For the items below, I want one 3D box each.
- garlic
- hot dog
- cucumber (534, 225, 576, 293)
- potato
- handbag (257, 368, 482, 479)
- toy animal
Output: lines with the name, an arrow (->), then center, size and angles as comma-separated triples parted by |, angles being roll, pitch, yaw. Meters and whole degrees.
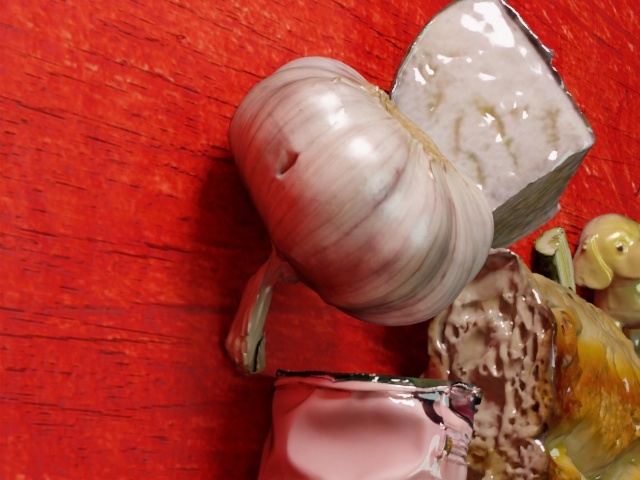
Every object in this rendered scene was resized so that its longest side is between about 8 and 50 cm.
garlic -> 0.000, 0.000, 1.257 | 0.253, 0.245, 0.245 | -51, 143, 7
hot dog -> 0.222, 0.215, 1.551 | 0.365, 0.196, 0.367 | 15, 80, -54
cucumber -> 0.270, 0.043, 1.776 | 0.067, 0.035, 0.107 | -67, 145, -52
potato -> 0.131, -0.089, 1.526 | 0.189, 0.211, 0.264 | 53, -9, 13
handbag -> 0.037, 0.169, 1.260 | 0.179, 0.205, 0.116 | 12, 76, -23
toy animal -> 0.389, 0.068, 1.894 | 0.233, 0.121, 0.169 | 32, 50, -55
